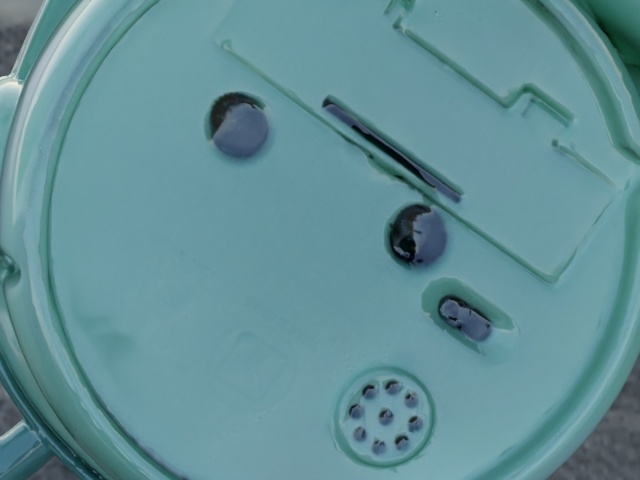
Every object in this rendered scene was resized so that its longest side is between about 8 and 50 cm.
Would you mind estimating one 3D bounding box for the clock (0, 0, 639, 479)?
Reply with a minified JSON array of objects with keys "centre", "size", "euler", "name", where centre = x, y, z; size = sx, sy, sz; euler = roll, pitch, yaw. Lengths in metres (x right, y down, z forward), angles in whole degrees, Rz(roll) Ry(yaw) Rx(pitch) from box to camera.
[{"centre":[0.000,0.000,0.381],"size":[0.211,0.159,0.066],"euler":[-56,11,1],"name":"clock"}]
